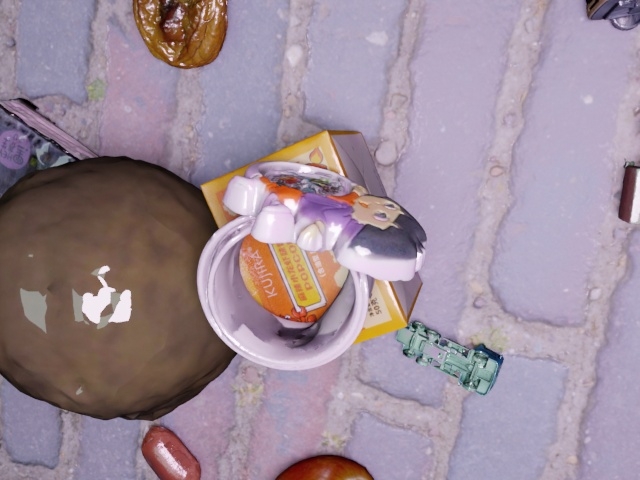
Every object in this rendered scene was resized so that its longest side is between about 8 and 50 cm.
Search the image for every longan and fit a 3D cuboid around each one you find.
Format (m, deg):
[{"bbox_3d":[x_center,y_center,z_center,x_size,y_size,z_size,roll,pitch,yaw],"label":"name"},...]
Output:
[{"bbox_3d":[-0.306,0.069,0.928,0.404,0.436,0.404,-1,76,6],"label":"longan"}]

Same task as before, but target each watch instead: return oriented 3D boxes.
[{"bbox_3d":[-0.017,0.044,0.710,0.244,0.196,0.231,19,110,7],"label":"watch"}]

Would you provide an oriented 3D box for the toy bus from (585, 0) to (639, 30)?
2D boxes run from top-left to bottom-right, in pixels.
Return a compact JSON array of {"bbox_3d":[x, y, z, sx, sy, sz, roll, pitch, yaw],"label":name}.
[{"bbox_3d":[0.507,-0.389,0.803,0.289,0.139,0.157,-8,93,13],"label":"toy bus"}]

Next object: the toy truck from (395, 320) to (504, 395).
[{"bbox_3d":[0.214,0.187,1.010,0.175,0.081,0.067,23,104,28],"label":"toy truck"}]

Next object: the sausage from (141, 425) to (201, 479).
[{"bbox_3d":[-0.286,0.417,1.158,0.076,0.076,0.141,-37,90,16],"label":"sausage"}]

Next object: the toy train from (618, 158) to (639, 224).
[{"bbox_3d":[0.552,-0.138,0.835,0.221,0.150,0.304,9,103,18],"label":"toy train"}]

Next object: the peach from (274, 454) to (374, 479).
[{"bbox_3d":[-0.019,0.524,1.059,0.275,0.245,0.249,-52,57,26],"label":"peach"}]

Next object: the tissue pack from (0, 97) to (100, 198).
[{"bbox_3d":[-0.558,-0.047,1.121,0.259,0.122,0.361,36,103,2],"label":"tissue pack"}]

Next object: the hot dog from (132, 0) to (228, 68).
[{"bbox_3d":[-0.218,-0.400,0.995,0.160,0.099,0.227,7,98,11],"label":"hot dog"}]

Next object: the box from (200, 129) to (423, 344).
[{"bbox_3d":[0.000,0.000,0.924,0.213,0.259,0.283,-22,93,18],"label":"box"}]
